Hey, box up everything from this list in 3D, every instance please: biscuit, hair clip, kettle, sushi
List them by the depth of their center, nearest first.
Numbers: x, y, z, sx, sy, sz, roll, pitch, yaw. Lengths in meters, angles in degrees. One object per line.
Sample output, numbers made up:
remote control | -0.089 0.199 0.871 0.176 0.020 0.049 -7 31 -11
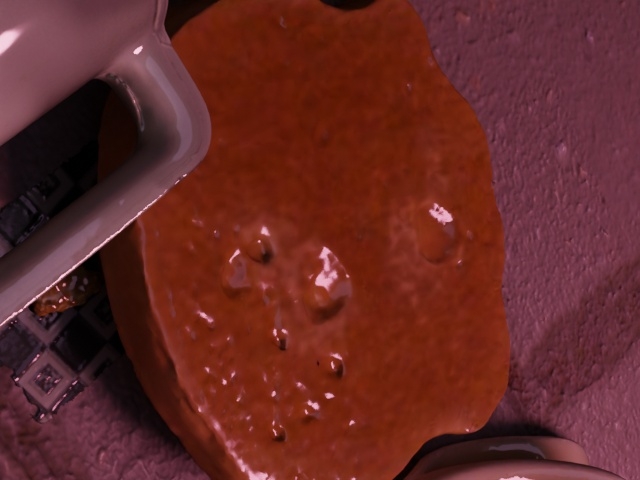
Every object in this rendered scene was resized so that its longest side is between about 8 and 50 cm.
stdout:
kettle | -0.239 -0.091 0.666 0.265 0.205 0.318 42 62 13
sushi | -0.151 0.015 0.857 0.201 0.031 0.139 -44 115 -26
biscuit | -0.002 0.000 0.929 0.365 0.062 0.385 -19 101 -40
hair clip | 0.151 0.246 1.035 0.282 0.113 0.173 -15 99 -28
